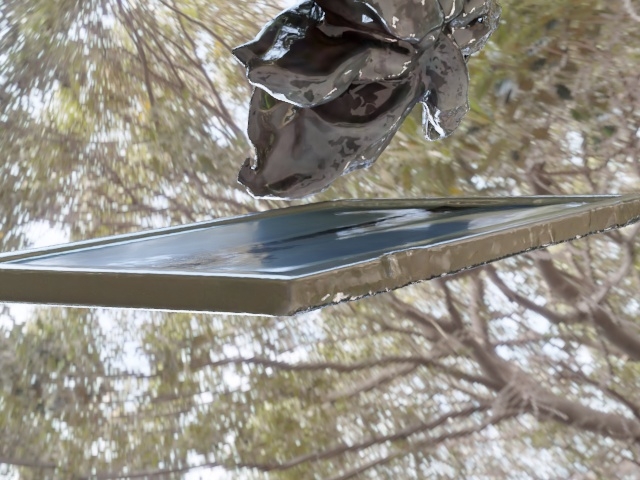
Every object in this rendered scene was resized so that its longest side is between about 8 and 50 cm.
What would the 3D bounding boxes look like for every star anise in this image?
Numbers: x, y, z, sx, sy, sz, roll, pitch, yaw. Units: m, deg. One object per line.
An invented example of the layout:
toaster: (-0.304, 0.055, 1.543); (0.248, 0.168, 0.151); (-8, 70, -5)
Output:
star anise: (0.068, -0.170, 0.816); (0.139, 0.316, 0.359); (32, -88, 17)

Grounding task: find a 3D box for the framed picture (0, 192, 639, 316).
framed picture: (0.000, 0.000, 0.555); (0.289, 0.213, 0.016); (-11, -81, -50)
